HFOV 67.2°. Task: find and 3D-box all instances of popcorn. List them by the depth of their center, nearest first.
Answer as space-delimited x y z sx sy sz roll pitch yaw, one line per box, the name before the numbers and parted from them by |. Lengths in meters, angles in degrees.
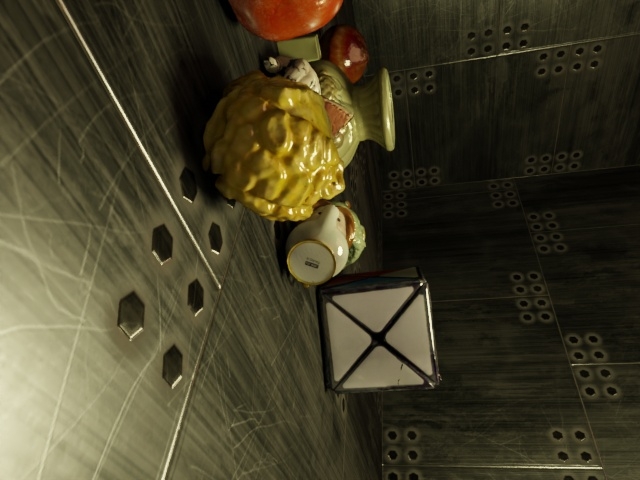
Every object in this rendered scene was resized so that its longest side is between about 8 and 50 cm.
popcorn | -0.066 -0.136 0.729 0.250 0.190 0.249 -17 90 -74

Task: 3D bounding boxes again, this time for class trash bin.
trash bin | -0.049 -0.447 1.129 0.043 0.092 0.060 -72 154 -57

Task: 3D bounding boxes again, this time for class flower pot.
flower pot | 0.067 -0.333 1.277 0.307 0.244 0.307 -6 90 -78

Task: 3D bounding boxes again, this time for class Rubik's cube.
Rubik's cube | 0.169 0.254 1.406 0.307 0.306 0.309 -12 95 -81

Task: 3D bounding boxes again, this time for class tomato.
tomato | -0.055 -0.450 0.821 0.188 0.232 0.231 91 1 -59

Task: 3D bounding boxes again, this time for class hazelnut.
hazelnut | 0.074 -0.624 1.603 0.178 0.178 0.203 67 22 -56

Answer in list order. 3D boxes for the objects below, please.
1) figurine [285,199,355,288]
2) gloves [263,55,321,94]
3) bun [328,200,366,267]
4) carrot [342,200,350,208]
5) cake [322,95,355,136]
figurine | 0.000 0.000 1.088 0.263 0.142 0.189 -69 -177 -67
gloves | -0.057 -0.336 1.034 0.212 0.111 0.127 -88 174 -63
bun | 0.066 -0.017 1.425 0.212 0.127 0.203 28 56 -75
carrot | 0.099 -0.125 1.852 0.142 0.035 0.035 65 22 -77
cake | -0.031 -0.208 1.034 0.090 0.225 0.109 39 16 -6
